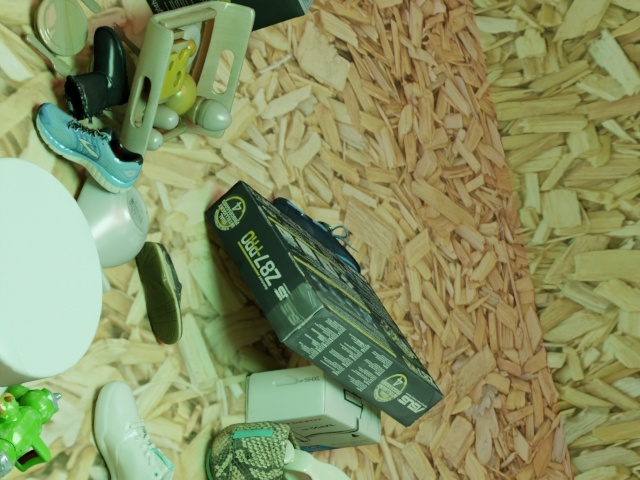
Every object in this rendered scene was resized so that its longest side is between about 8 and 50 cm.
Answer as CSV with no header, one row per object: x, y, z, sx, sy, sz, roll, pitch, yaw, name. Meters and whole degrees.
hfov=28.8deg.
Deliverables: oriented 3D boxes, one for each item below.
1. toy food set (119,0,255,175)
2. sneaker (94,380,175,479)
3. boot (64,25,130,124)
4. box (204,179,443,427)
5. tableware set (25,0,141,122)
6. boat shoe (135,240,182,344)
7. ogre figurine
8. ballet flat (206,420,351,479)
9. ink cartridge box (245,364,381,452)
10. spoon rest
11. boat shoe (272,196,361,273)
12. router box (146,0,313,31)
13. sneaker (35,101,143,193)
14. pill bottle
-0.189,-0.224,1.831,0.306,0.092,0.219,-42,152,-66,toy food set
-0.234,0.284,1.631,0.080,0.094,0.212,9,70,-62,sneaker
-0.311,-0.225,1.709,0.099,0.045,0.121,-32,118,-51,boot
0.011,0.105,2.027,0.395,0.097,0.318,39,11,-48,box
-0.334,-0.265,1.752,0.194,0.039,0.128,46,54,-38,tableware set
-0.222,0.073,1.801,0.049,0.056,0.152,-10,87,-60,boat shoe
-0.360,0.215,1.375,0.197,0.118,0.096,-24,100,-65,ogre figurine
0.004,0.452,1.938,0.482,0.182,0.164,59,30,-34,ballet flat
-0.010,0.276,2.034,0.203,0.148,0.085,36,49,-53,ink cartridge box
-0.297,-0.007,1.683,0.276,0.084,0.137,-78,148,-66,spoon rest
0.000,0.000,2.240,0.258,0.109,0.089,46,36,-51,boat shoe
-0.180,-0.462,1.929,0.308,0.243,0.081,63,28,-28,router box
-0.304,-0.137,1.670,0.162,0.073,0.063,36,33,-14,sneaker
-0.397,0.060,1.034,0.229,0.408,0.229,39,44,-53,pill bottle
